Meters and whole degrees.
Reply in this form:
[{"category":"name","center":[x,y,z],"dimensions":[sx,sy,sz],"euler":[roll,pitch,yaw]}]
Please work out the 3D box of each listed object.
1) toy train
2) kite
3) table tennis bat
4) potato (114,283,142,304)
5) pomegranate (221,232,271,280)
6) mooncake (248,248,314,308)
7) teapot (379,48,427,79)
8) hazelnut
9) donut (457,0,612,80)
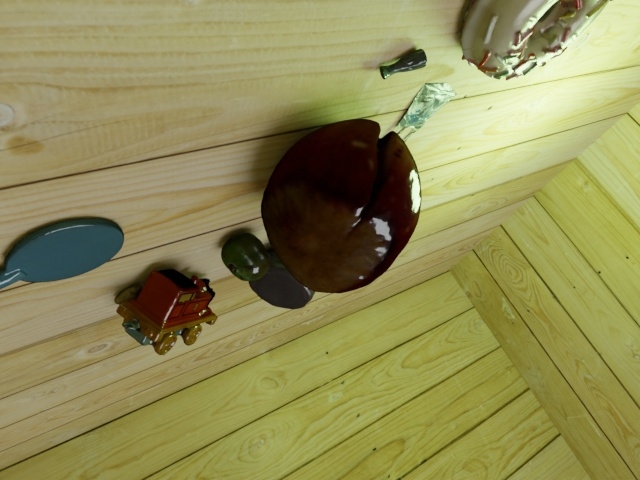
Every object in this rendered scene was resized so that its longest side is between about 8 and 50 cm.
[{"category":"toy train","center":[-0.450,0.204,1.352],"dimensions":[0.232,0.163,0.369],"euler":[-58,165,8]},{"category":"kite","center":[0.269,-0.335,1.303],"dimensions":[0.169,0.015,0.310],"euler":[-11,152,-42]},{"category":"table tennis bat","center":[-0.604,0.044,0.984],"dimensions":[0.329,0.044,0.215],"euler":[-26,160,-18]},{"category":"potato","center":[-0.561,0.161,1.306],"dimensions":[0.092,0.045,0.046],"euler":[-33,124,1]},{"category":"pomegranate","center":[-0.227,0.053,1.383],"dimensions":[0.131,0.152,0.191],"euler":[-36,180,-2]},{"category":"mooncake","center":[-0.130,0.137,1.578],"dimensions":[0.245,0.245,0.133],"euler":[-51,-172,43]},{"category":"teapot","center":[0.186,-0.400,1.011],"dimensions":[0.110,0.043,0.043],"euler":[-22,159,-8]},{"category":"hazelnut","center":[0.041,-0.085,1.107],"dimensions":[0.402,0.402,0.429],"euler":[-19,141,-27]},{"category":"donut","center":[0.494,-0.523,0.991],"dimensions":[0.382,0.142,0.383],"euler":[-25,159,-10]}]
